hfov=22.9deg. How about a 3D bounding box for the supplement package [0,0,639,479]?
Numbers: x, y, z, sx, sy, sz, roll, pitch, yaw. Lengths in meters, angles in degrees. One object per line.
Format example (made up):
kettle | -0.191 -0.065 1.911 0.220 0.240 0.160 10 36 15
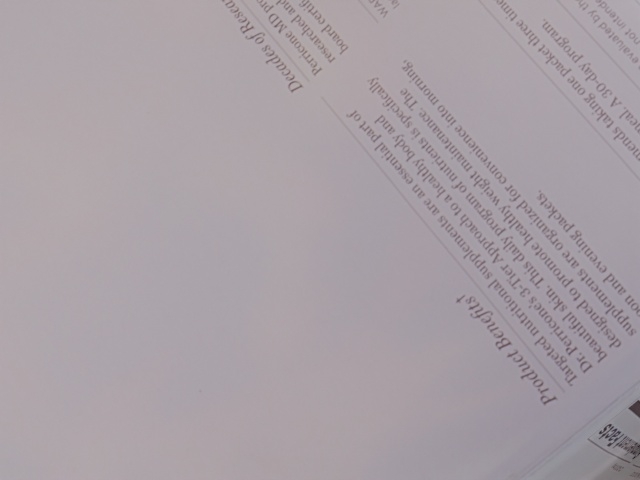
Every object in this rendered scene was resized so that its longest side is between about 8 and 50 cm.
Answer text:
supplement package | 0.000 0.000 0.420 0.194 0.203 0.149 52 7 20
